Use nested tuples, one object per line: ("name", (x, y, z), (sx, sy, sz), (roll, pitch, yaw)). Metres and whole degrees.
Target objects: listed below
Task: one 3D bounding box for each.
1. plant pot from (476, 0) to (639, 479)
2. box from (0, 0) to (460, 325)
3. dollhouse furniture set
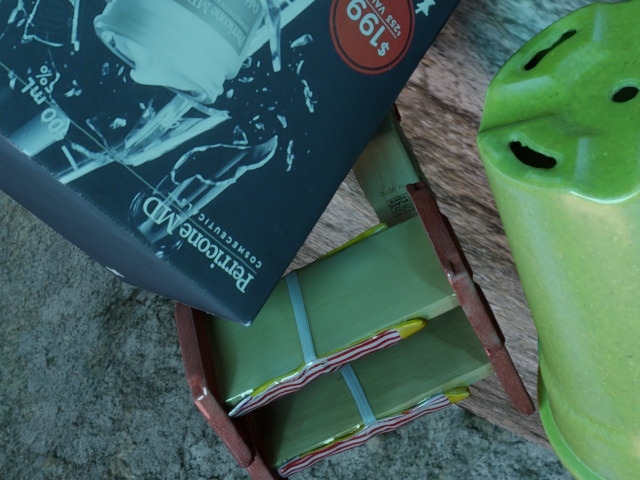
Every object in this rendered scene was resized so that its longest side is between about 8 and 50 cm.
("plant pot", (0.225, -0.008, 0.806), (0.276, 0.276, 0.254), (20, 150, 48))
("box", (-0.117, -0.173, 0.818), (0.343, 0.312, 0.179), (40, 166, -31))
("dollhouse furniture set", (0.000, 0.000, 0.997), (0.374, 0.201, 0.152), (-107, -10, -50))
